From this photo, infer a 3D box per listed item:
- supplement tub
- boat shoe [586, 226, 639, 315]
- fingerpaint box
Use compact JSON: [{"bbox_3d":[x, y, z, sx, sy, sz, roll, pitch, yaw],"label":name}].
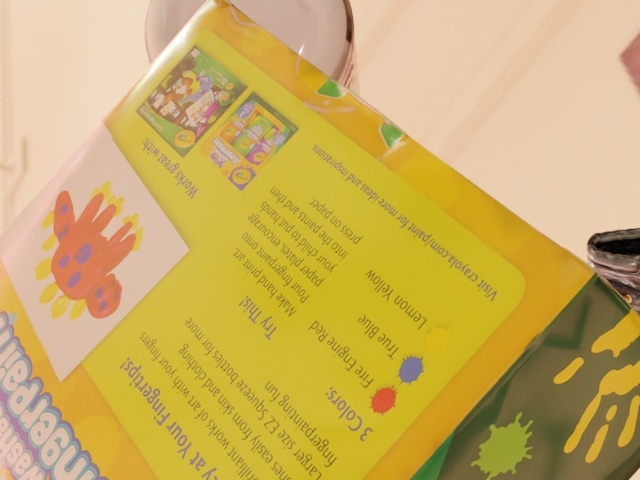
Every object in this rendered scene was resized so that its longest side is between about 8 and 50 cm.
[{"bbox_3d":[-0.057,-0.168,1.290,0.193,0.193,0.316,43,175,9],"label":"supplement tub"},{"bbox_3d":[0.297,0.038,1.004,0.183,0.083,0.065,3,-146,21],"label":"boat shoe"},{"bbox_3d":[-0.049,0.088,0.835,0.163,0.371,0.445,41,-179,-41],"label":"fingerpaint box"}]
